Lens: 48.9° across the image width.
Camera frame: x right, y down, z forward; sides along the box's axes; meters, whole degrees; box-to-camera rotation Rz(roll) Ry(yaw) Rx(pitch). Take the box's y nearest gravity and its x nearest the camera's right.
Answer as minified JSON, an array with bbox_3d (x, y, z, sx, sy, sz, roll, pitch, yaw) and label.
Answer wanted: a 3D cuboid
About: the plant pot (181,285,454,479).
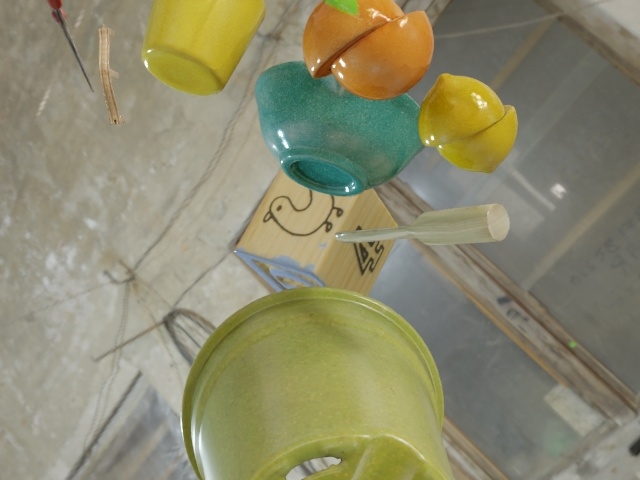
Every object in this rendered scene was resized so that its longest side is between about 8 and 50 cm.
[{"bbox_3d":[0.006,0.202,0.618,0.276,0.276,0.254,-47,11,3],"label":"plant pot"}]

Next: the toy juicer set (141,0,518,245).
[{"bbox_3d":[0.046,-0.081,0.503,0.329,0.209,0.089,43,-121,-54],"label":"toy juicer set"}]

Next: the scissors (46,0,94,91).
[{"bbox_3d":[-0.335,-0.301,0.875,0.021,0.109,0.297,-38,-12,-17],"label":"scissors"}]

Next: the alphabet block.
[{"bbox_3d":[0.000,0.000,1.277,0.197,0.193,0.193,-63,-35,-18],"label":"alphabet block"}]

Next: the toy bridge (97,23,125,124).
[{"bbox_3d":[-0.403,-0.316,1.342,0.026,0.188,0.063,-5,7,-1],"label":"toy bridge"}]
